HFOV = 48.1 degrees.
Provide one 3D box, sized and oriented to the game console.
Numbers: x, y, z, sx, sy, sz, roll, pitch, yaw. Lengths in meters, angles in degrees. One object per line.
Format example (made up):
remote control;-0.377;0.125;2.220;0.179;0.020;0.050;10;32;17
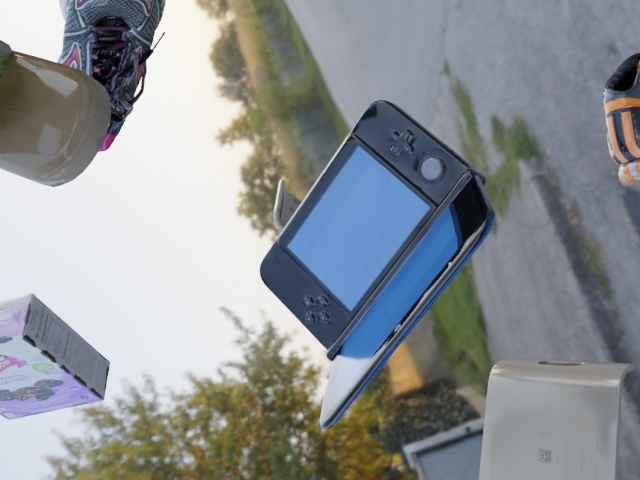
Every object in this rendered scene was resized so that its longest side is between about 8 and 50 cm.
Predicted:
game console;0.040;0.012;0.807;0.250;0.293;0.173;44;-160;23

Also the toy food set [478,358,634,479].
toy food set;0.370;0.338;1.119;0.092;0.220;0.306;21;-108;-42

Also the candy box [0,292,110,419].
candy box;-0.419;0.167;0.998;0.196;0.165;0.070;62;-162;-49

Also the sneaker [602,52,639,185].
sneaker;0.512;-0.188;0.936;0.124;0.321;0.180;154;103;-69

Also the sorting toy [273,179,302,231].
sorting toy;0.000;0.000;1.173;0.208;0.038;0.193;40;-165;-14

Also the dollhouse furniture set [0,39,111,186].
dollhouse furniture set;-0.212;-0.076;0.229;0.362;0.257;0.394;28;-97;-61

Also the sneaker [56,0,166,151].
sneaker;-0.251;-0.215;0.860;0.299;0.121;0.112;132;133;-60
